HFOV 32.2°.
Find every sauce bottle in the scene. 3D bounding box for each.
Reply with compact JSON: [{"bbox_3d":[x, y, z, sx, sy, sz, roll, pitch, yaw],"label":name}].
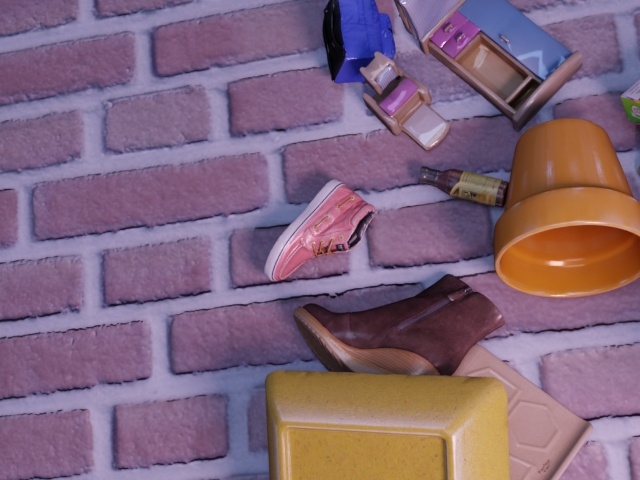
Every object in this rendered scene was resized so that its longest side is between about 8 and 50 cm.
[{"bbox_3d":[0.204,-0.079,1.584,0.128,0.042,0.042,14,79,18],"label":"sauce bottle"}]

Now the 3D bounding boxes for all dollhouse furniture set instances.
[{"bbox_3d":[0.200,-0.272,1.495,0.286,0.303,0.198,-46,71,-2],"label":"dollhouse furniture set"}]

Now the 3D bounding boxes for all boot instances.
[{"bbox_3d":[0.105,0.116,1.542,0.207,0.090,0.248,-38,47,-21],"label":"boot"}]

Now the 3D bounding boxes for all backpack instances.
[{"bbox_3d":[0.054,-0.305,1.647,0.101,0.098,0.120,-6,73,-19],"label":"backpack"}]

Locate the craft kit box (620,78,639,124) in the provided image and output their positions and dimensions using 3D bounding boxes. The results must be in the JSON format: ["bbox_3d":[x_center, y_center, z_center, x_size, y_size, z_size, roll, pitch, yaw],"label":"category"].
[{"bbox_3d":[0.570,-0.211,1.450,0.250,0.061,0.246,-41,43,-10],"label":"craft kit box"}]

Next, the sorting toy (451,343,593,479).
[{"bbox_3d":[0.225,0.255,1.464,0.208,0.038,0.193,34,57,19],"label":"sorting toy"}]

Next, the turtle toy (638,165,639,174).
[{"bbox_3d":[0.485,-0.110,1.515,0.095,0.066,0.130,4,77,13],"label":"turtle toy"}]

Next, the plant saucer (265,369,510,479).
[{"bbox_3d":[0.071,0.339,1.406,0.333,0.081,0.333,-1,94,22],"label":"plant saucer"}]

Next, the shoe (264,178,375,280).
[{"bbox_3d":[0.000,0.000,1.595,0.081,0.063,0.178,35,81,23],"label":"shoe"}]

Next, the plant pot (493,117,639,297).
[{"bbox_3d":[0.329,-0.052,1.478,0.205,0.205,0.188,-5,60,11],"label":"plant pot"}]
